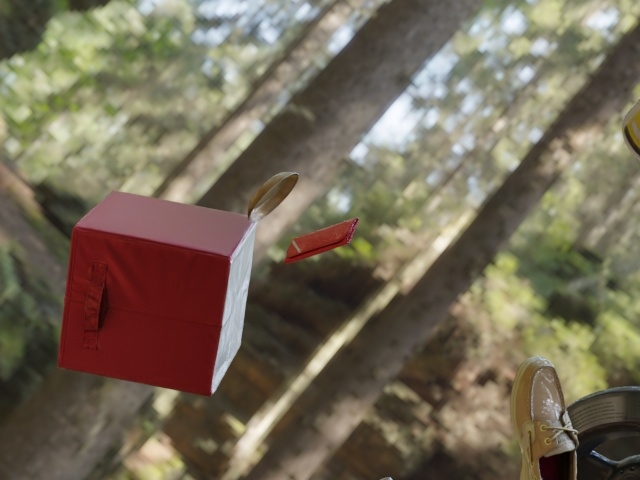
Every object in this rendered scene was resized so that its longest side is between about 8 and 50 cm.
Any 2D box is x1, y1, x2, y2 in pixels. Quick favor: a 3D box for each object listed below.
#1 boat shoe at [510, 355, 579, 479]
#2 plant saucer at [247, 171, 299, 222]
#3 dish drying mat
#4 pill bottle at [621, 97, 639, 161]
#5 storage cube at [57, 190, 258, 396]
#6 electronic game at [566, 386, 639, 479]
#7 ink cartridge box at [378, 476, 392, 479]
[{"bbox_3d":[0.183,0.159,1.312,0.045,0.050,0.135,11,-69,59],"label":"boat shoe"},{"bbox_3d":[-0.061,-0.056,2.009,0.015,0.083,0.083,45,-20,13],"label":"plant saucer"},{"bbox_3d":[0.000,0.000,1.540,0.083,0.032,0.008,-19,-55,43],"label":"dish drying mat"},{"bbox_3d":[0.451,-0.171,2.009,0.103,0.103,0.184,39,-41,4],"label":"pill bottle"},{"bbox_3d":[-0.196,0.063,2.029,0.193,0.183,0.215,10,17,4],"label":"storage cube"},{"bbox_3d":[0.301,0.236,1.509,0.229,0.048,0.229,12,-60,22],"label":"electronic game"},{"bbox_3d":[0.109,0.371,1.851,0.145,0.045,0.179,58,6,-47],"label":"ink cartridge box"}]
